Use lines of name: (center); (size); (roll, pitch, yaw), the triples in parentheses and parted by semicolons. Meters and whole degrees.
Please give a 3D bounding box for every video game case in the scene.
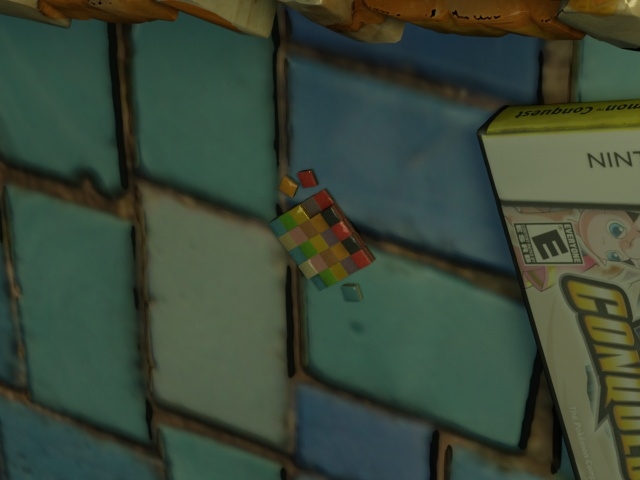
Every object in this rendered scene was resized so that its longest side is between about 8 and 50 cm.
video game case: (0.220, 0.057, 0.928); (0.248, 0.035, 0.275); (-1, 117, 37)

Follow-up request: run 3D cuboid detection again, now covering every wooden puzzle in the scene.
wooden puzzle: (0.000, 0.000, 1.076); (0.049, 0.006, 0.083); (-30, 98, 45)

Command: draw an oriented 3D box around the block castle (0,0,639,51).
block castle: (-0.072, -0.217, 0.744); (0.453, 0.303, 0.213); (9, 84, 45)
